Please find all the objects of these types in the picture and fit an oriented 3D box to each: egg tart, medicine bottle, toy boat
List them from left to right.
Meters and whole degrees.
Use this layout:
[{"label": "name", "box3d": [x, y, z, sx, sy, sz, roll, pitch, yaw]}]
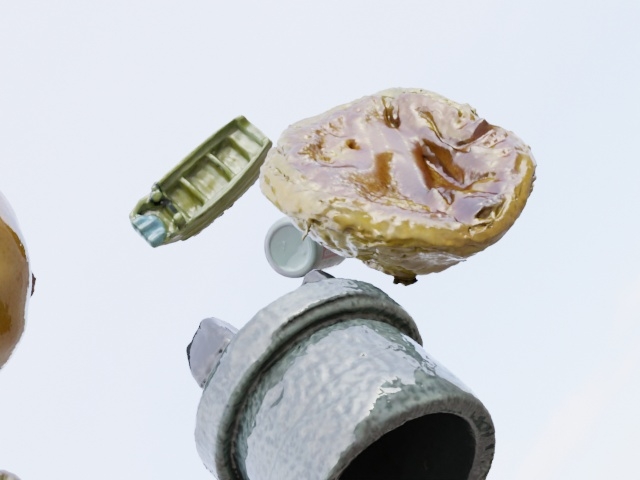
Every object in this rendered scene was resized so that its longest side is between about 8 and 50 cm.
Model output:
[{"label": "toy boat", "box3d": [-0.202, -0.091, 2.488, 0.276, 0.111, 0.084, -44, -17, -12]}, {"label": "medicine bottle", "box3d": [0.000, 0.000, 2.120, 0.090, 0.090, 0.216, -57, -16, 18]}, {"label": "egg tart", "box3d": [0.086, -0.056, 1.759, 0.339, 0.351, 0.153, -33, -47, -43]}]

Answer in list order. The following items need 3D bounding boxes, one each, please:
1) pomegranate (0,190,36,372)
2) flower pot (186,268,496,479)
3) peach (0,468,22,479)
[{"label": "pomegranate", "box3d": [-0.622, 0.064, 2.227, 0.416, 0.416, 0.417, -41, -23, -21]}, {"label": "flower pot", "box3d": [0.021, 0.193, 1.563, 0.299, 0.283, 0.299, -22, -49, -27]}, {"label": "peach", "box3d": [-0.475, 0.381, 2.154, 0.083, 0.083, 0.083, -41, -23, -21]}]
